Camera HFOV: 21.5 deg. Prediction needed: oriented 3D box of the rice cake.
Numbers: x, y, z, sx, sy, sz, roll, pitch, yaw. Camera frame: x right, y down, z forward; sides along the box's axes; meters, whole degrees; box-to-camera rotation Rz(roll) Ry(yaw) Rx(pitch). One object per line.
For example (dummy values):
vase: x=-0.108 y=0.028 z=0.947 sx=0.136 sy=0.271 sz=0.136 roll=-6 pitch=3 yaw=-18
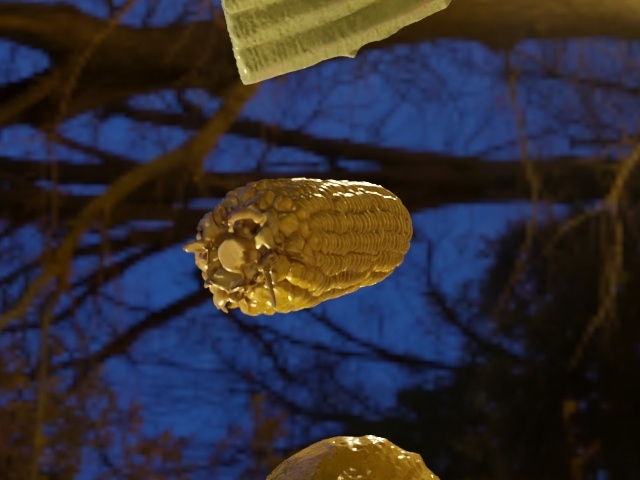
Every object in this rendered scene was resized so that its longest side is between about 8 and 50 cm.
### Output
rice cake: x=0.015 y=-0.238 z=1.617 sx=0.237 sy=0.043 sz=0.127 roll=-24 pitch=-56 yaw=-16

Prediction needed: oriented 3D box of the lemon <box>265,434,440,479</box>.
lemon: x=0.028 y=0.241 z=1.325 sx=0.180 sy=0.193 sz=0.180 roll=14 pitch=-120 yaw=-27

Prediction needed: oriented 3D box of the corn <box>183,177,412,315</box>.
corn: x=0.000 y=0.000 z=1.366 sx=0.305 sy=0.106 sz=0.106 roll=-8 pitch=-82 yaw=-65
